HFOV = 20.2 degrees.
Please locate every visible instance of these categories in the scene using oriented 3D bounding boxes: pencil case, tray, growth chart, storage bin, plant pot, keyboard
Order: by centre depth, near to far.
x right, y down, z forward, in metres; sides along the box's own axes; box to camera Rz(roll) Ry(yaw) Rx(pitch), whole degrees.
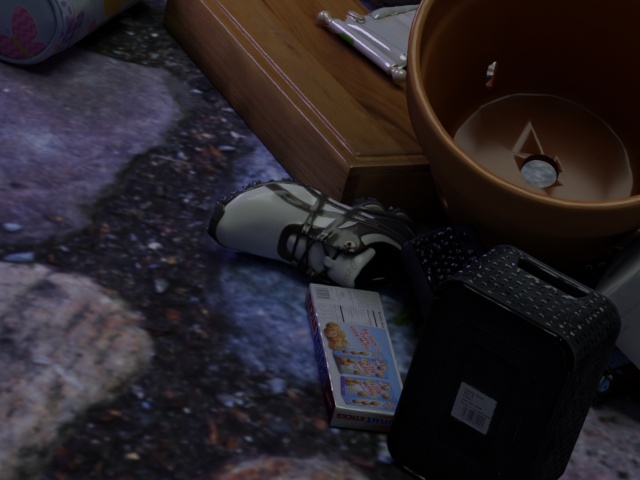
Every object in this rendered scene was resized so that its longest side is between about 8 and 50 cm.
[{"bbox_3d":[0.138,0.110,1.377,0.122,0.180,0.084,29,32,22],"label":"storage bin"},{"bbox_3d":[0.139,0.055,1.532,0.100,0.038,0.192,-18,55,-4],"label":"keyboard"},{"bbox_3d":[0.214,-0.107,1.624,0.291,0.203,0.290,1,62,-3],"label":"plant pot"},{"bbox_3d":[0.013,-0.162,1.877,0.203,0.076,0.411,-5,37,-31],"label":"tray"},{"bbox_3d":[-0.265,-0.279,1.899,0.124,0.113,0.273,21,31,11],"label":"pencil case"},{"bbox_3d":[0.138,-0.213,1.908,0.237,0.021,0.172,-10,38,-30],"label":"growth chart"}]

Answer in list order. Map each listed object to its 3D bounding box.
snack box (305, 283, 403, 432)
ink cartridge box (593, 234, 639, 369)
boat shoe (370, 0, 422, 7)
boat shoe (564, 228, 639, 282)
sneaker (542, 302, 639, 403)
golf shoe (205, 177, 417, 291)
[{"bbox_3d":[0.029,0.096,1.507,0.064,0.022,0.178,9,31,-13],"label":"snack box"},{"bbox_3d":[0.334,0.081,1.550,0.190,0.082,0.139,47,33,-2],"label":"ink cartridge box"},{"bbox_3d":[0.102,-0.338,2.169,0.324,0.120,0.122,38,25,13],"label":"boat shoe"},{"bbox_3d":[0.246,0.005,1.726,0.207,0.073,0.073,14,68,3],"label":"boat shoe"},{"bbox_3d":[0.230,0.102,1.554,0.162,0.063,0.073,9,34,-11],"label":"sneaker"},{"bbox_3d":[0.000,0.000,1.600,0.198,0.077,0.094,4,32,-17],"label":"golf shoe"}]
